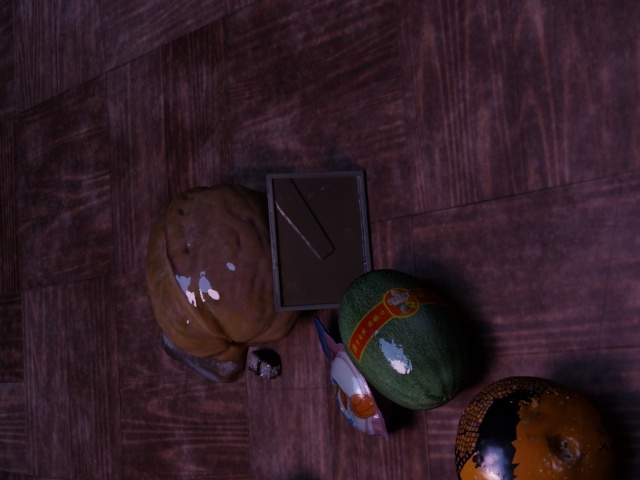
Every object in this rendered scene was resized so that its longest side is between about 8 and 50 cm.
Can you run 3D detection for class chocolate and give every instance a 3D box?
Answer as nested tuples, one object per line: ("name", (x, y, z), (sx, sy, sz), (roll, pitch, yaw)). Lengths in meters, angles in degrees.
("chocolate", (-0.259, 0.207, 2.269), (0.254, 0.080, 0.157), (17, 101, 48))

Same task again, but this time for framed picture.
("framed picture", (0.000, 0.000, 1.920), (0.016, 0.184, 0.250), (148, 117, -74))

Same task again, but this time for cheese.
("cheese", (0.054, 0.242, 1.896), (0.286, 0.074, 0.189), (52, 160, 48))

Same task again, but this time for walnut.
("walnut", (-0.180, 0.048, 2.037), (0.306, 0.306, 0.344), (-36, 59, 42))

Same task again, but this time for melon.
("melon", (0.128, 0.152, 1.758), (0.288, 0.182, 0.182), (47, 122, 39))

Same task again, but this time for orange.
("orange", (0.301, 0.304, 1.514), (0.182, 0.234, 0.235), (144, 119, -61))

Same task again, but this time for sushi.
("sushi", (-0.116, 0.242, 2.133), (0.083, 0.044, 0.046), (15, 101, 46))
